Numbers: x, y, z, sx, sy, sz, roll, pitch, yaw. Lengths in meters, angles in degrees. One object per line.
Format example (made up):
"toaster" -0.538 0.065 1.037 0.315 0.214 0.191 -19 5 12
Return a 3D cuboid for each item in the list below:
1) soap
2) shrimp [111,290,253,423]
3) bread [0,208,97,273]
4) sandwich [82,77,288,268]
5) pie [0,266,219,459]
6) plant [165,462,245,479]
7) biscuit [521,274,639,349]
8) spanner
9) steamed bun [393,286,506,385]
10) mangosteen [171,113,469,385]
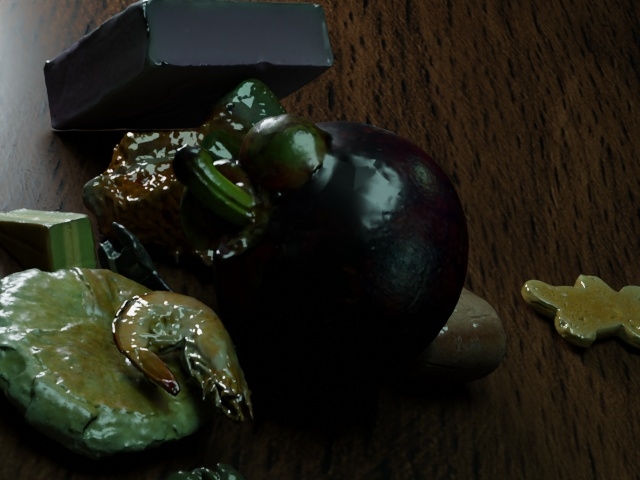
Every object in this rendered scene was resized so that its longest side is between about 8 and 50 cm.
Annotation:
"soap" -0.178 -0.235 2.135 0.296 0.285 0.107 -5 79 -36
"shrimp" -0.144 0.124 1.687 0.133 0.053 0.236 10 29 -34
"bread" -0.339 0.010 1.904 0.139 0.084 0.074 6 16 39
"sandwich" -0.147 -0.076 1.983 0.301 0.162 0.250 -14 78 -18
"pie" -0.239 0.127 1.731 0.306 0.071 0.306 20 30 -12
"plant" -0.073 0.273 1.609 0.174 0.087 0.085 25 -5 10
"biscuit" 0.400 0.102 2.231 0.234 0.030 0.153 -4 41 -38
"spanner" -0.147 0.092 1.843 0.316 0.087 0.024 41 49 21
"steamed bun" 0.131 0.114 1.970 0.144 0.106 0.175 -3 25 -28
"mangosteen" 0.000 0.000 1.784 0.359 0.306 0.306 36 14 -46
